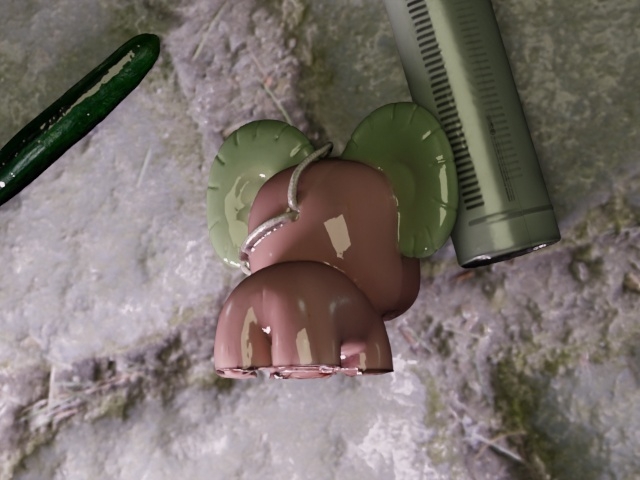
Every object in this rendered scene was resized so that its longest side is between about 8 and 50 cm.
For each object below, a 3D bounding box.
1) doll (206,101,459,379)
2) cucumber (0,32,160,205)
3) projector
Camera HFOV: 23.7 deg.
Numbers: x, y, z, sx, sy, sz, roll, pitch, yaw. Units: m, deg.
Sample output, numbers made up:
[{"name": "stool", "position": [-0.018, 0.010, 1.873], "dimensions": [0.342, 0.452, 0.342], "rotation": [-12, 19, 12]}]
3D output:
[{"name": "doll", "position": [0.000, 0.000, 1.487], "dimensions": [0.284, 0.216, 0.268], "rotation": [-6, 80, 28]}, {"name": "cucumber", "position": [-0.280, -0.125, 1.646], "dimensions": [0.284, 0.056, 0.056], "rotation": [-42, 79, 8]}, {"name": "projector", "position": [0.142, -0.144, 1.511], "dimensions": [0.108, 0.108, 0.337], "rotation": [-17, 84, 13]}]
